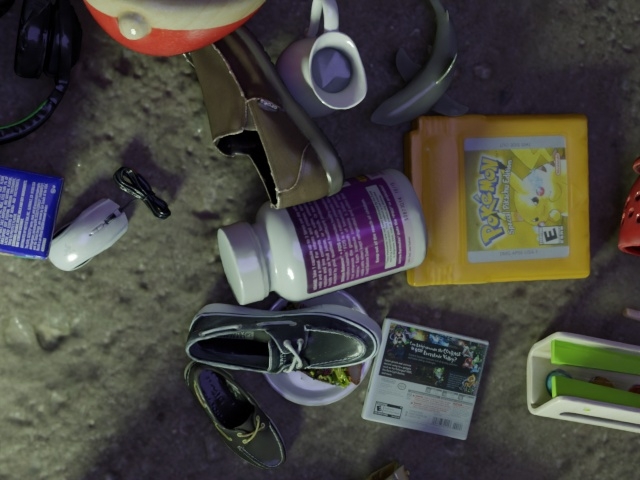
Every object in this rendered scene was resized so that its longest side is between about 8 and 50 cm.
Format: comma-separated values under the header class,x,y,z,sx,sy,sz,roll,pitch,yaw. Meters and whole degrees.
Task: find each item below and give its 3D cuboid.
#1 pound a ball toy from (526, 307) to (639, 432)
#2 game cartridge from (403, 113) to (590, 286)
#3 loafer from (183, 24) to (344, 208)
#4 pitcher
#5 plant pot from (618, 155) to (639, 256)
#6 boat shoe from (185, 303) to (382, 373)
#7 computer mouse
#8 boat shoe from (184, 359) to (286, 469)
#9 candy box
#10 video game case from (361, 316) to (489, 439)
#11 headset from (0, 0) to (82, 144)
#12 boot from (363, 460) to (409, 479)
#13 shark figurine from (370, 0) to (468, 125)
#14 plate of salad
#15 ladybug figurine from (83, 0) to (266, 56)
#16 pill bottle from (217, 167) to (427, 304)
class,x,y,z,sx,sy,sz,roll,pitch,yaw
pound a ball toy,0.520,0.223,1.917,0.319,0.136,0.208,11,64,-15
game cartridge,0.300,-0.070,1.868,0.323,0.052,0.285,-3,93,-16
loafer,-0.115,-0.198,1.657,0.130,0.134,0.366,-34,76,-19
pitcher,-0.003,-0.280,1.696,0.125,0.207,0.178,-6,93,-15
plant pot,0.615,-0.057,1.888,0.191,0.191,0.174,13,82,-15
boat shoe,-0.057,0.160,1.701,0.301,0.102,0.108,6,117,4
computer mouse,-0.333,-0.023,1.700,0.193,0.042,0.106,-41,102,-11
boat shoe,-0.131,0.282,1.753,0.081,0.068,0.228,-42,102,-10
candy box,-0.529,-0.054,1.529,0.317,0.268,0.122,12,86,-15
video game case,0.177,0.233,1.862,0.190,0.022,0.173,14,89,-15
headset,-0.446,-0.328,1.583,0.243,0.185,0.394,27,77,-15
boot,0.175,0.455,1.830,0.262,0.095,0.203,-20,84,-29
shark figurine,0.189,-0.309,1.777,0.166,0.116,0.278,12,81,-12
plate of salad,-0.004,0.171,1.796,0.199,0.048,0.200,-1,93,-15
ladybug figurine,-0.199,-0.406,1.583,0.305,0.162,0.449,20,46,3
pill bottle,0.000,0.000,1.727,0.301,0.169,0.169,-16,96,-15
